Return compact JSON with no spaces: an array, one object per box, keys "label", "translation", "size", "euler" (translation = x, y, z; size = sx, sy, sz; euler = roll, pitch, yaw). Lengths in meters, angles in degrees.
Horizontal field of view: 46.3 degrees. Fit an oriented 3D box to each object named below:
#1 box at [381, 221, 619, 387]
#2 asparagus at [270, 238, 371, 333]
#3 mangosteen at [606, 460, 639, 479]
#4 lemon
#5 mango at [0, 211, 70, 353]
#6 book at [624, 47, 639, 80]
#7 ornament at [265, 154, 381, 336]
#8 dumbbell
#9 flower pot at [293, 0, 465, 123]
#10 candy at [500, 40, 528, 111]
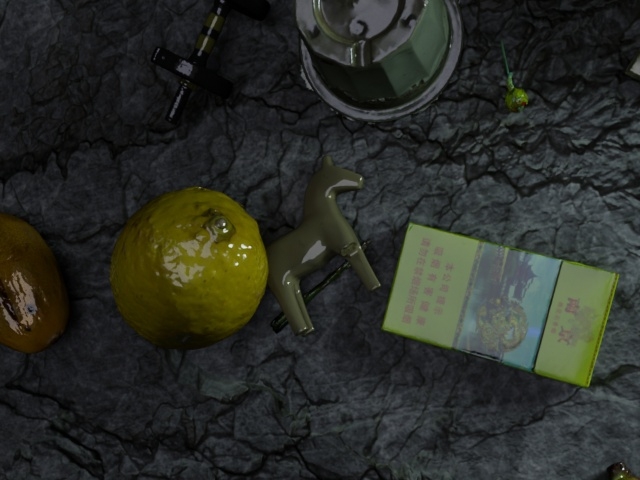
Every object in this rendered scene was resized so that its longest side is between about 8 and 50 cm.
[{"label":"box","translation":[0.282,0.099,1.200],"size":[0.335,0.047,0.187],"euler":[15,94,11]},{"label":"asparagus","translation":[0.001,0.078,1.276],"size":[0.233,0.022,0.023],"euler":[-42,40,11]},{"label":"mangosteen","translation":[0.457,0.441,1.115],"size":[0.192,0.192,0.217],"euler":[-18,49,12]},{"label":"lemon","translation":[-0.208,0.044,1.188],"size":[0.253,0.310,0.253],"euler":[10,60,-17]},{"label":"mango","translation":[-0.562,0.068,1.350],"size":[0.177,0.120,0.295],"euler":[-34,84,9]},{"label":"book","translation":[0.642,-0.276,1.120],"size":[0.282,0.025,0.215],"euler":[33,96,10]},{"label":"ornament","translation":[0.000,0.000,1.246],"size":[0.230,0.061,0.245],"euler":[-33,70,14]},{"label":"dumbbell","translation":[-0.183,-0.344,1.243],"size":[0.143,0.143,0.325],"euler":[28,97,11]},{"label":"flower pot","translation":[0.070,-0.329,1.128],"size":[0.290,0.259,0.290],"euler":[1,93,13]},{"label":"candy","translation":[0.304,-0.263,1.198],"size":[0.035,0.035,0.123],"euler":[-30,68,56]}]
